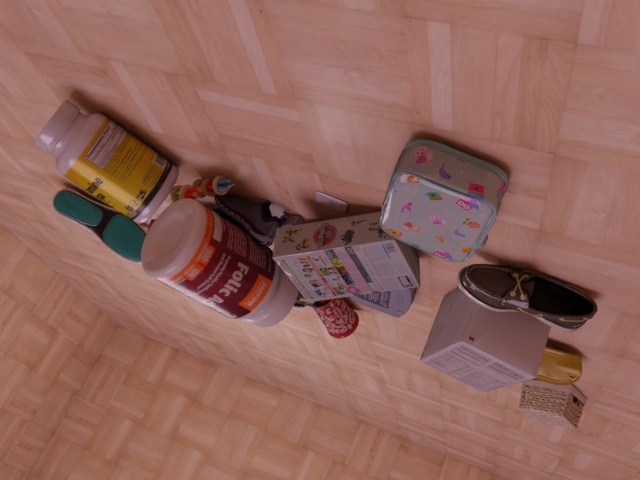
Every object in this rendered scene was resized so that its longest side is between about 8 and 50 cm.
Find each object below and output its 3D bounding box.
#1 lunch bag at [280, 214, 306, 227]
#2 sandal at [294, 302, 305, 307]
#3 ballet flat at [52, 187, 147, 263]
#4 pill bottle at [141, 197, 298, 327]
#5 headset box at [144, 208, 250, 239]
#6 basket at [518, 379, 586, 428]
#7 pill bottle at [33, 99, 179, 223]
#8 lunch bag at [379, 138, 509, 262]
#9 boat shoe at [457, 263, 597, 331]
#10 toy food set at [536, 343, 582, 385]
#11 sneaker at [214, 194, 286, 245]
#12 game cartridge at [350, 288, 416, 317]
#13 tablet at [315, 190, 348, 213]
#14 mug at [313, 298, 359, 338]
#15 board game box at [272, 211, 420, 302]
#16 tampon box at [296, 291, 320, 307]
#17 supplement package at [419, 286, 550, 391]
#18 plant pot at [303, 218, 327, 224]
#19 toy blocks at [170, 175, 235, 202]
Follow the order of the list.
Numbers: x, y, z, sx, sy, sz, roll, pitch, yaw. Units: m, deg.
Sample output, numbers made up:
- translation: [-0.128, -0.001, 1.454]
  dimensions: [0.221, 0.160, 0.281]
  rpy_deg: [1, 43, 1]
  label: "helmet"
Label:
- translation: [-0.069, -0.027, 1.752]
  dimensions: [0.071, 0.053, 0.083]
  rpy_deg: [2, 137, 40]
  label: "lunch bag"
- translation: [-0.148, 0.139, 2.092]
  dimensions: [0.254, 0.054, 0.097]
  rpy_deg: [36, 130, -3]
  label: "sandal"
- translation: [-0.755, -0.056, 2.320]
  dimensions: [0.400, 0.139, 0.139]
  rpy_deg: [32, 156, -4]
  label: "ballet flat"
- translation: [-0.253, 0.074, 1.728]
  dimensions: [0.224, 0.224, 0.392]
  rpy_deg: [0, 154, 45]
  label: "pill bottle"
- translation: [-0.368, 0.020, 1.967]
  dimensions: [0.293, 0.110, 0.218]
  rpy_deg: [-8, 147, 25]
  label: "headset box"
- translation: [0.706, 0.500, 2.002]
  dimensions: [0.167, 0.103, 0.113]
  rpy_deg: [-5, 143, 48]
  label: "basket"
- translation: [-0.554, -0.206, 1.696]
  dimensions: [0.334, 0.188, 0.188]
  rpy_deg: [36, 155, -22]
  label: "pill bottle"
- translation: [0.239, -0.070, 1.285]
  dimensions: [0.224, 0.108, 0.279]
  rpy_deg: [20, 157, 6]
  label: "lunch bag"
- translation: [0.459, 0.114, 1.454]
  dimensions: [0.305, 0.109, 0.091]
  rpy_deg: [19, 156, 0]
  label: "boat shoe"
- translation: [0.600, 0.312, 1.780]
  dimensions: [0.217, 0.071, 0.128]
  rpy_deg: [16, 131, 17]
  label: "toy food set"
- translation: [-0.185, -0.082, 1.753]
  dimensions: [0.223, 0.098, 0.083]
  rpy_deg: [40, -174, 23]
  label: "sneaker"
- translation: [0.168, 0.122, 1.825]
  dimensions: [0.198, 0.062, 0.297]
  rpy_deg: [17, 155, 10]
  label: "game cartridge"
- translation: [0.026, -0.091, 1.581]
  dimensions: [0.083, 0.006, 0.054]
  rpy_deg: [22, 156, 8]
  label: "tablet"
- translation: [0.025, 0.223, 2.109]
  dimensions: [0.150, 0.113, 0.169]
  rpy_deg: [6, 146, 34]
  label: "mug"
- translation: [0.068, 0.043, 1.588]
  dimensions: [0.303, 0.098, 0.224]
  rpy_deg: [-9, 143, 19]
  label: "board game box"
- translation: [-0.063, 0.114, 1.974]
  dimensions: [0.120, 0.101, 0.161]
  rpy_deg: [13, 153, 27]
  label: "tampon box"
- translation: [0.409, 0.232, 1.624]
  dimensions: [0.198, 0.199, 0.263]
  rpy_deg: [27, 156, -3]
  label: "supplement package"
- translation: [0.000, 0.000, 1.709]
  dimensions: [0.081, 0.081, 0.083]
  rpy_deg: [0, 150, 45]
  label: "plant pot"
- translation: [-0.303, -0.131, 1.699]
  dimensions: [0.148, 0.123, 0.054]
  rpy_deg: [-2, 107, 47]
  label: "toy blocks"
